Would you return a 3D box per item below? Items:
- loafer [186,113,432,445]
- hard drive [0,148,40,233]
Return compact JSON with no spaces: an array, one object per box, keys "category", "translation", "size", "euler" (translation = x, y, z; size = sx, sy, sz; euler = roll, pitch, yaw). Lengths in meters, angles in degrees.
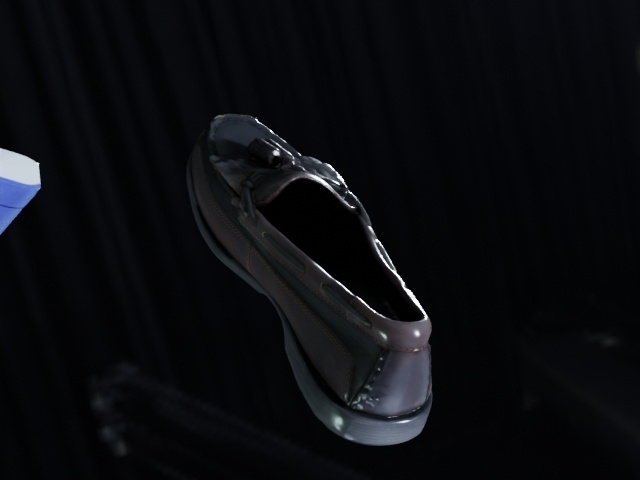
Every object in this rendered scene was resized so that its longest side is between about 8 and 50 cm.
[{"category":"loafer","translation":[0.000,0.000,1.252],"size":[0.109,0.095,0.302],"euler":[-6,-138,-26]},{"category":"hard drive","translation":[-0.421,0.006,1.696],"size":[0.210,0.319,0.040],"euler":[17,-135,-34]}]
